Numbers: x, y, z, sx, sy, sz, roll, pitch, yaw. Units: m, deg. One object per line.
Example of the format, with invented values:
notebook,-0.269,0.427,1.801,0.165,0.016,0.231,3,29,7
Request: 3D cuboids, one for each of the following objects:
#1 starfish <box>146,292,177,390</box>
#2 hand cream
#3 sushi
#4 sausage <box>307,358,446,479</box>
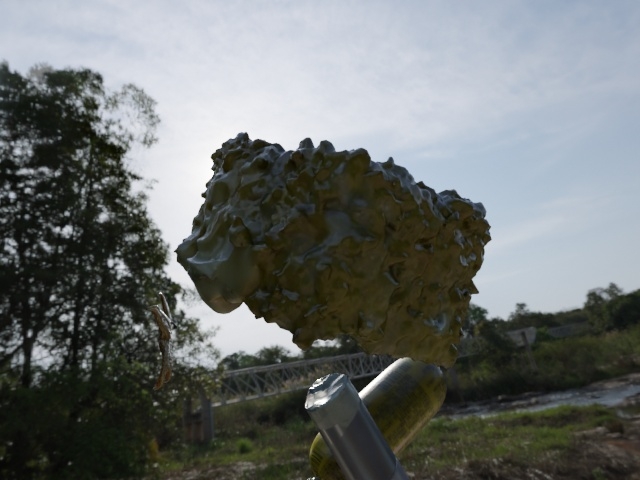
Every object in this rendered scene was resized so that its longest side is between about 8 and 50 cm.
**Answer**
starfish,-0.379,0.253,0.988,0.050,0.247,0.138,-3,12,-10
hand cream,0.065,0.240,0.374,0.048,0.255,0.079,-26,7,13
sushi,0.000,0.000,0.576,0.351,0.240,0.396,18,0,-39
sausage,0.113,0.334,0.755,0.347,0.123,0.123,-32,-10,-27
